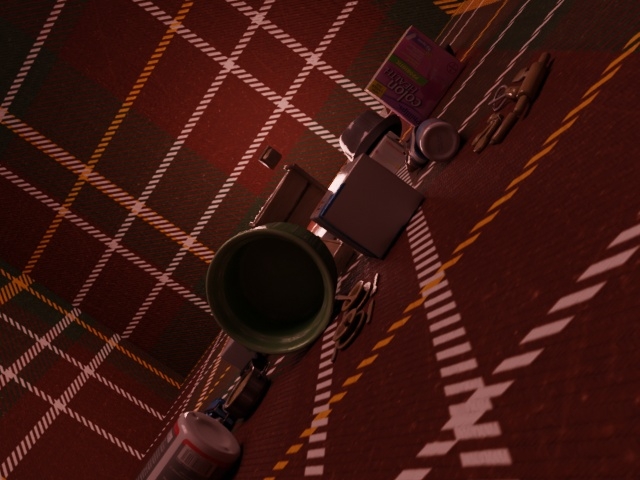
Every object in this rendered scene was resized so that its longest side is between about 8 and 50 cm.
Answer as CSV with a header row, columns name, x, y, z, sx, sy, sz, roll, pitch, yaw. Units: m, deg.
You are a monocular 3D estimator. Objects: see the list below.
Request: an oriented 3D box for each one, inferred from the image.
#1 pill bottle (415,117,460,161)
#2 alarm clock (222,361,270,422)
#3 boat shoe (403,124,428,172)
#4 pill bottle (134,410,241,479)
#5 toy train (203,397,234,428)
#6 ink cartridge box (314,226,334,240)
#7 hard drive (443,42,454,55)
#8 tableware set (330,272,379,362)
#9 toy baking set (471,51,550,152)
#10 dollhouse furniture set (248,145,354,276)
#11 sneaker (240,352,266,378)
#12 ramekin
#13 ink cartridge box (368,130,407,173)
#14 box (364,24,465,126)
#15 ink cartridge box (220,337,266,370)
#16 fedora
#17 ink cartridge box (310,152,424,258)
name,x,y,z,sx,sy,sz,roll,pitch,yaw
pill bottle,0.262,-0.231,1.448,0.087,0.087,0.160,-53,8,14
alarm clock,-0.176,0.376,1.624,0.192,0.064,0.129,-54,6,27
boat shoe,0.248,-0.241,1.674,0.066,0.066,0.183,-52,7,36
pill bottle,-0.317,0.537,1.413,0.283,0.161,0.161,-55,7,2
toy train,-0.284,0.489,1.775,0.105,0.080,0.184,-52,5,-27
ink cartridge box,0.000,0.000,2.298,0.224,0.045,0.223,-53,7,14
hard drive,0.406,-0.613,2.430,0.254,0.054,0.172,-46,11,51
tableware set,0.057,0.139,1.268,0.128,0.039,0.194,-51,8,27
toy baking set,0.358,-0.271,1.217,0.256,0.030,0.197,-58,7,-23
dollhouse furniture set,-0.108,-0.023,1.709,0.303,0.355,0.174,-57,24,-11
sneaker,-0.196,0.375,1.838,0.089,0.051,0.170,-55,2,4
ramekin,-0.103,0.101,1.513,0.303,0.303,0.148,-52,0,19
ink cartridge box,0.201,-0.251,1.939,0.143,0.092,0.090,-52,6,13
box,0.298,-0.522,2.056,0.243,0.213,0.117,-53,7,10
ink cartridge box,-0.170,0.247,1.972,0.278,0.117,0.201,-51,8,23
fedora,0.148,-0.321,2.073,0.244,0.124,0.275,-46,-17,-8
ink cartridge box,0.098,-0.076,1.479,0.171,0.168,0.233,-56,6,-4
